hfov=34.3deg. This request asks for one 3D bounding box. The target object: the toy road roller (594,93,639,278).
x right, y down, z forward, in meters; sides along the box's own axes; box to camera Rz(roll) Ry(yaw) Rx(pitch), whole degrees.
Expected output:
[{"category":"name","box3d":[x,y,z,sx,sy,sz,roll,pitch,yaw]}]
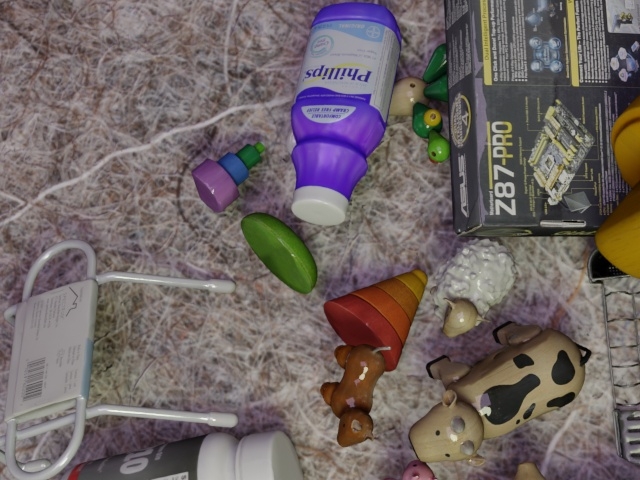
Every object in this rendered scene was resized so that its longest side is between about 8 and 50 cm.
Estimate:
[{"category":"toy road roller","box3d":[0.433,-0.025,1.043,0.329,0.202,0.240,44,75,1]}]

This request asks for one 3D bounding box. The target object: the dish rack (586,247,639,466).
[{"category":"dish rack","box3d":[0.427,0.133,1.198,0.208,0.074,0.271,-6,82,15]}]

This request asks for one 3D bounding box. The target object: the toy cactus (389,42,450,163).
[{"category":"toy cactus","box3d":[0.152,-0.186,1.296,0.180,0.112,0.219,-5,67,43]}]

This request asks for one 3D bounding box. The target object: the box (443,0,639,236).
[{"category":"box","box3d":[0.308,-0.201,1.195,0.318,0.097,0.395,-1,83,-14]}]

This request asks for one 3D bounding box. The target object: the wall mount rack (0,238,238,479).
[{"category":"wall mount rack","box3d":[-0.268,0.151,1.314,0.304,0.130,0.350,-18,51,16]}]

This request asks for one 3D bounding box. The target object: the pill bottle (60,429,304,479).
[{"category":"pill bottle","box3d":[-0.169,0.329,1.284,0.283,0.161,0.161,-15,80,12]}]

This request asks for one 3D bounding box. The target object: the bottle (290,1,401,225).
[{"category":"bottle","box3d":[0.023,-0.157,1.272,0.118,0.092,0.283,4,65,20]}]

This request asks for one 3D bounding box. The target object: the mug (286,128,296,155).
[{"category":"mug","box3d":[-0.015,-0.132,1.351,0.062,0.064,0.078,3,83,16]}]

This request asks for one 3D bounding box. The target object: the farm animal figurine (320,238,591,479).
[{"category":"farm animal figurine","box3d":[0.179,0.212,1.165,0.327,0.172,0.330,-43,102,-9]}]

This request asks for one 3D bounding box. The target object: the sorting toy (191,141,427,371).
[{"category":"sorting toy","box3d":[0.000,0.000,1.324,0.365,0.127,0.126,43,71,14]}]
